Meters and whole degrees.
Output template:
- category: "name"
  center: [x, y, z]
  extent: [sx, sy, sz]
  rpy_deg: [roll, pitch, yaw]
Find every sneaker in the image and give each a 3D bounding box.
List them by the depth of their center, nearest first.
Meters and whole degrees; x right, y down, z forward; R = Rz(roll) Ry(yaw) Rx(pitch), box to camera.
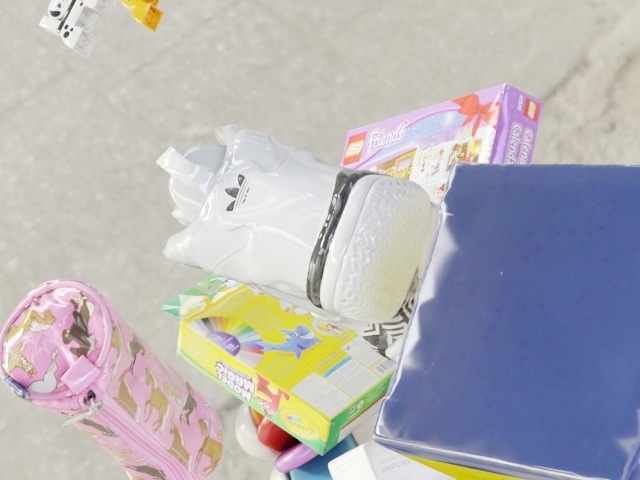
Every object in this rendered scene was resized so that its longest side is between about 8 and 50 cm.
- category: "sneaker"
  center: [0.000, 0.000, 1.155]
  extent: [0.210, 0.366, 0.137]
  rpy_deg: [22, 84, 17]

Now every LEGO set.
- category: "LEGO set"
  center: [-0.167, -0.258, 1.177]
  extent: [0.093, 0.087, 0.227]
  rpy_deg: [22, 83, 36]

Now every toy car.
- category: "toy car"
  center: [-0.013, 0.224, 1.555]
  extent: [0.159, 0.136, 0.182]
  rpy_deg: [-34, 78, 9]

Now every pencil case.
- category: "pencil case"
  center: [-0.250, 0.198, 1.707]
  extent: [0.160, 0.386, 0.167]
  rpy_deg: [4, 64, 21]

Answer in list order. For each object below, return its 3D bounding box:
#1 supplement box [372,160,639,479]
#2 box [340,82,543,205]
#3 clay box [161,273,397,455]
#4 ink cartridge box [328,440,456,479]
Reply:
- category: "supplement box"
  center: [0.235, 0.106, 0.921]
  extent: [0.195, 0.356, 0.194]
  rpy_deg: [4, 70, 45]
- category: "box"
  center: [0.107, -0.042, 1.464]
  extent: [0.293, 0.057, 0.201]
  rpy_deg: [-10, 63, 58]
- category: "clay box"
  center: [-0.041, 0.109, 1.356]
  extent: [0.222, 0.053, 0.127]
  rpy_deg: [31, 40, 27]
- category: "ink cartridge box"
  center: [0.127, 0.298, 1.401]
  extent: [0.158, 0.092, 0.218]
  rpy_deg: [-15, 75, -30]
